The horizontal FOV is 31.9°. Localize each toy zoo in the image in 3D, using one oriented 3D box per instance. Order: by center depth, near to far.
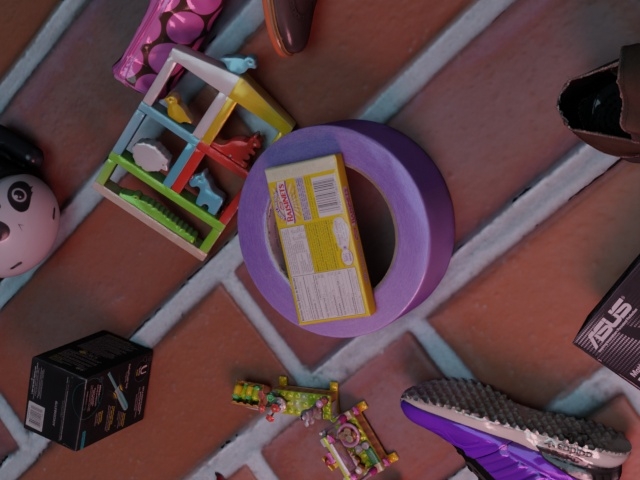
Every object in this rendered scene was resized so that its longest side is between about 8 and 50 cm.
[{"bbox_3d":[-0.165,-0.133,1.530,0.192,0.030,0.293,34,116,-5],"label":"toy zoo"}]

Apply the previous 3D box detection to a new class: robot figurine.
[{"bbox_3d":[-0.527,-0.055,1.693,0.278,0.174,0.209,27,119,21],"label":"robot figurine"}]

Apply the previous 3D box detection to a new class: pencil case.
[{"bbox_3d":[-0.207,-0.290,1.518,0.095,0.098,0.209,40,117,15],"label":"pencil case"}]

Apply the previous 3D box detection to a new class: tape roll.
[{"bbox_3d":[0.031,-0.017,1.453,0.275,0.090,0.274,6,102,26],"label":"tape roll"}]

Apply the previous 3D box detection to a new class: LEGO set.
[{"bbox_3d":[-0.012,0.266,1.524,0.287,0.107,0.132,39,115,16],"label":"LEGO set"}]

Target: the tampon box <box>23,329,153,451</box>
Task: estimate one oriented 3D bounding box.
[{"bbox_3d":[-0.341,0.219,1.659,0.102,0.161,0.120,19,107,24],"label":"tampon box"}]

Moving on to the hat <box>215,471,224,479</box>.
[{"bbox_3d":[-0.080,0.487,1.655,0.173,0.183,0.208,4,144,34],"label":"hat"}]

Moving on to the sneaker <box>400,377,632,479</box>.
[{"bbox_3d":[0.227,0.276,1.402,0.294,0.102,0.146,16,108,24],"label":"sneaker"}]

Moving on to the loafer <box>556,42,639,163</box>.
[{"bbox_3d":[0.358,-0.139,1.117,0.366,0.130,0.133,163,112,-70],"label":"loafer"}]

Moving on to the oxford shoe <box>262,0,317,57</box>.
[{"bbox_3d":[-0.010,-0.361,1.402,0.098,0.097,0.271,12,106,19],"label":"oxford shoe"}]

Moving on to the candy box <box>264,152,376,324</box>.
[{"bbox_3d":[0.000,0.000,1.406,0.105,0.027,0.205,-9,96,32],"label":"candy box"}]

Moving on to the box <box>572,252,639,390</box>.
[{"bbox_3d":[0.433,0.082,1.211,0.216,0.060,0.270,35,135,7],"label":"box"}]
